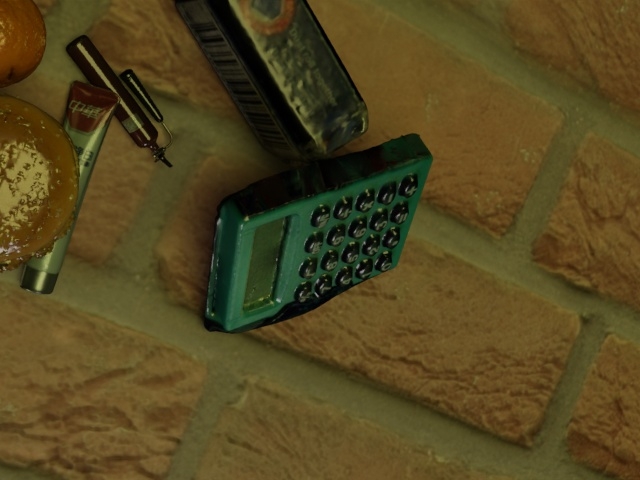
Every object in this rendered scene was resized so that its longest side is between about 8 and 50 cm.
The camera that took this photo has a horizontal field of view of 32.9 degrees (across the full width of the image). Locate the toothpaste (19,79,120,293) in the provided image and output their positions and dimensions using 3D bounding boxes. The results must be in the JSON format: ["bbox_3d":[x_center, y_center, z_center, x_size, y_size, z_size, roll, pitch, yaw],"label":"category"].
[{"bbox_3d":[-0.282,-0.057,1.204,0.062,0.039,0.239,19,94,13],"label":"toothpaste"}]

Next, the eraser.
[{"bbox_3d":[-0.078,-0.239,1.205,0.101,0.155,0.332,-37,110,-16],"label":"eraser"}]

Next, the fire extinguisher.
[{"bbox_3d":[-0.218,-0.159,1.225,0.173,0.035,0.049,55,38,-21],"label":"fire extinguisher"}]

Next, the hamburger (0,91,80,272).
[{"bbox_3d":[-0.341,-0.058,1.124,0.182,0.118,0.191,4,99,-5],"label":"hamburger"}]

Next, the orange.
[{"bbox_3d":[-0.344,-0.215,1.100,0.135,0.135,0.117,30,98,-25],"label":"orange"}]

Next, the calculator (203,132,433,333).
[{"bbox_3d":[0.000,0.000,1.258,0.274,0.058,0.248,-19,149,-23],"label":"calculator"}]
